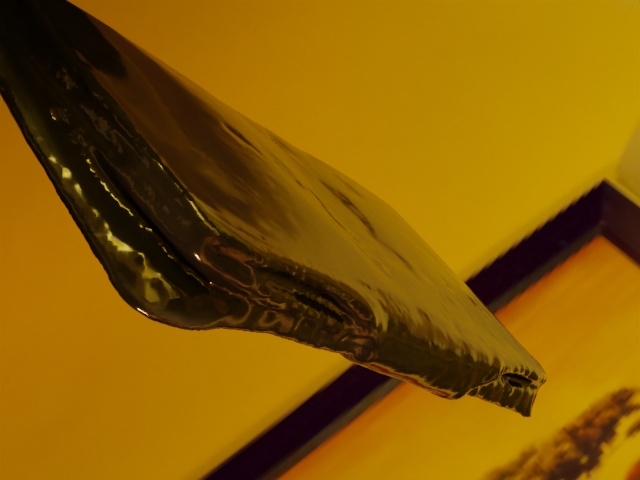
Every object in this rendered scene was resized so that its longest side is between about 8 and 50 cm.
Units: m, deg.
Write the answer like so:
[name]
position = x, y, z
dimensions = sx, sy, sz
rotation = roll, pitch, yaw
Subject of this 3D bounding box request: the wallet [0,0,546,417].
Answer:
[wallet]
position = 0.000, 0.000, 0.570
dimensions = 0.051, 0.197, 0.377
rotation = -47, -32, 12
